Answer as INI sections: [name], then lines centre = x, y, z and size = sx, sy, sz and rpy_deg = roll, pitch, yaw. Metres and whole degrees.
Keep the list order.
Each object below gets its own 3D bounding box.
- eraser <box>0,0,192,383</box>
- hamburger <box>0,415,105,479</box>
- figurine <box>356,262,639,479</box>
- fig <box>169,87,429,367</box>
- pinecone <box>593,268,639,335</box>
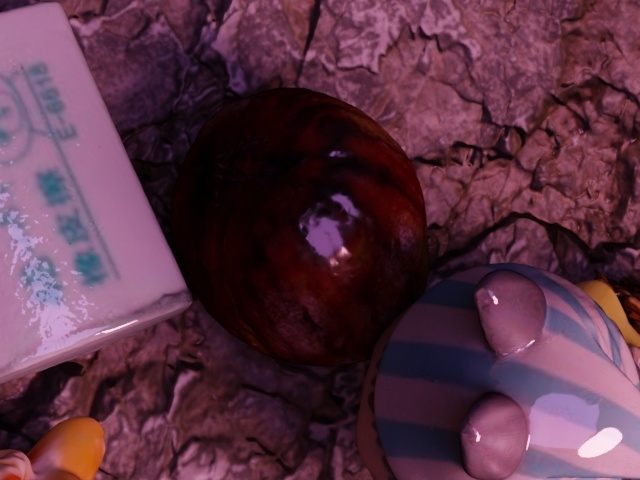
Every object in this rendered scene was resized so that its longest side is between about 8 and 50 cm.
[eraser]
centre = -0.250, -0.039, 1.115
size = 0.189, 0.104, 0.290
rpy_deg = -24, 85, -15
[hamburger]
centre = -0.270, 0.278, 1.049
size = 0.186, 0.261, 0.302
rpy_deg = 16, 42, -19
[figurine]
centre = 0.161, 0.185, 0.991
size = 0.361, 0.378, 0.266
rpy_deg = 45, 103, 22
[fig]
centre = -0.009, -0.003, 1.138
size = 0.224, 0.224, 0.263
rpy_deg = -30, 110, -15
[pinecone]
centre = 0.300, 0.136, 1.238
size = 0.185, 0.168, 0.212
rpy_deg = 18, 83, -16
